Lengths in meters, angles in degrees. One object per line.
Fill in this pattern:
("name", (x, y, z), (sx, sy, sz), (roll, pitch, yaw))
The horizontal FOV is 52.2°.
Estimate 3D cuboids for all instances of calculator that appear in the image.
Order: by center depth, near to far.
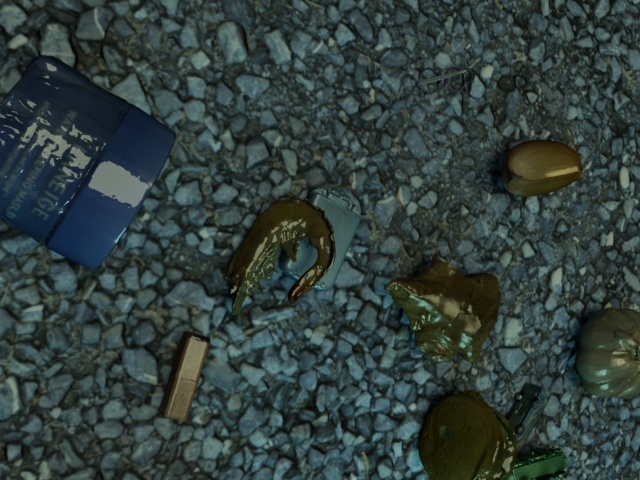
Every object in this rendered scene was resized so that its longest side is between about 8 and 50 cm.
("calculator", (0.000, 0.000, 1.252), (0.121, 0.039, 0.210), (26, 80, -22))

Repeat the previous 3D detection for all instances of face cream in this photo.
("face cream", (-0.370, -0.114, 0.958), (0.225, 0.249, 0.249), (30, 78, -20))

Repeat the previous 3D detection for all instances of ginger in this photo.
("ginger", (0.237, 0.135, 1.327), (0.270, 0.123, 0.219), (12, 82, -16))

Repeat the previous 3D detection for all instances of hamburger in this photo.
("hamburger", (0.308, 0.417, 1.329), (0.122, 0.189, 0.215), (24, 79, -34))

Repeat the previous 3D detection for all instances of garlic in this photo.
("garlic", (0.464, -0.151, 1.439), (0.206, 0.128, 0.115), (-13, 140, -22))
("garlic", (0.705, 0.265, 1.534), (0.227, 0.152, 0.228), (-2, 93, -31))

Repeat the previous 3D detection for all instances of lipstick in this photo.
("lipstick", (-0.236, 0.235, 1.137), (0.045, 0.045, 0.146), (19, 82, -27))

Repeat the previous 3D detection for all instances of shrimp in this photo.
("shrimp", (-0.068, 0.040, 1.182), (0.173, 0.058, 0.253), (22, 78, 7))

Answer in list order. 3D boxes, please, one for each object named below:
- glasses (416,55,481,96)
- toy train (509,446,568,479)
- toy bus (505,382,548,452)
("glasses", (0.283, -0.341, 1.349), (0.139, 0.103, 0.063), (-9, 93, -29))
("toy train", (0.459, 0.500, 1.443), (0.178, 0.104, 0.071), (-4, 81, -25))
("toy bus", (0.457, 0.399, 1.473), (0.153, 0.051, 0.061), (-53, 123, -16))
